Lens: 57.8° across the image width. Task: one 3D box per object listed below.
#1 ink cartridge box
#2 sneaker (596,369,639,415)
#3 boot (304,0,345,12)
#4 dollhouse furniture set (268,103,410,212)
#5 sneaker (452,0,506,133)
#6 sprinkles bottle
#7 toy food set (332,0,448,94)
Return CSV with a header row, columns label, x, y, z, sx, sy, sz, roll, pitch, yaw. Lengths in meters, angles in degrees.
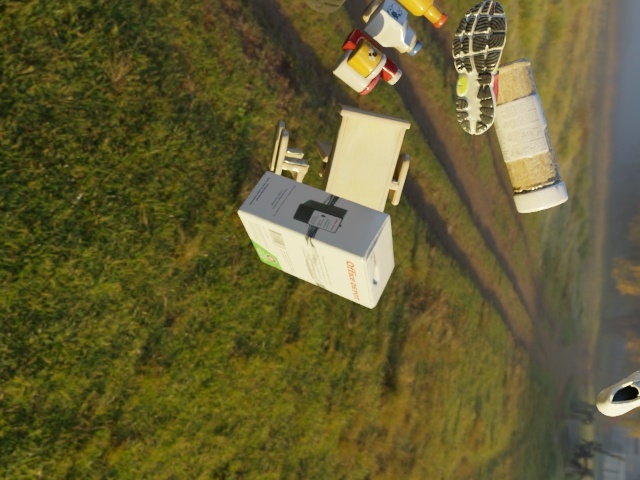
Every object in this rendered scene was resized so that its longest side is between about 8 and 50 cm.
label,x,y,z,sx,sy,sz,roll,pitch,yaw
ink cartridge box,0.000,0.000,0.868,0.087,0.208,0.153,-58,156,-24
sneaker,0.504,0.225,0.896,0.053,0.152,0.061,60,2,25
boot,0.066,-0.690,1.232,0.260,0.131,0.348,-57,167,-39
dollhouse furniture set,0.073,-0.247,1.562,0.394,0.362,0.256,-111,-148,-67
sneaker,0.347,-0.377,1.275,0.118,0.107,0.279,-37,134,-62
sprinkles bottle,0.491,-0.250,1.404,0.121,0.121,0.355,-27,101,-60
toy food set,0.101,-0.276,0.823,0.104,0.111,0.232,34,49,-17
